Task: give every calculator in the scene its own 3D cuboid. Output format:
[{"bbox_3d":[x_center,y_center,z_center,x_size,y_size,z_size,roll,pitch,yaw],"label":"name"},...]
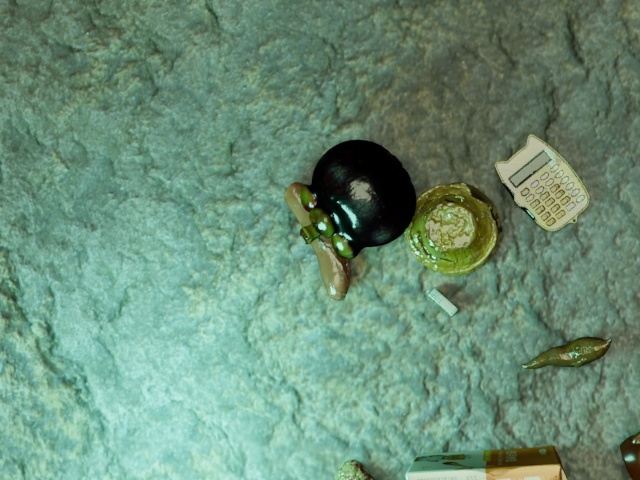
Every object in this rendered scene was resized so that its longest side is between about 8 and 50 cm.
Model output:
[{"bbox_3d":[0.546,-0.133,1.890,0.157,0.033,0.236,-38,79,5],"label":"calculator"}]

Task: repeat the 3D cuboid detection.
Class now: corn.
[{"bbox_3d":[0.131,0.644,1.868,0.086,0.086,0.253,-42,79,5],"label":"corn"}]

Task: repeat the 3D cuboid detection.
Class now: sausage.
[{"bbox_3d":[0.002,-0.002,1.975,0.087,0.079,0.327,-25,80,-2],"label":"sausage"}]

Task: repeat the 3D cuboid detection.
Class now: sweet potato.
[{"bbox_3d":[0.587,0.272,1.822,0.226,0.068,0.068,-23,79,28],"label":"sweet potato"}]

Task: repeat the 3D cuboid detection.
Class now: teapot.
[{"bbox_3d":[0.742,0.489,1.729,0.116,0.116,0.173,-27,103,9],"label":"teapot"}]

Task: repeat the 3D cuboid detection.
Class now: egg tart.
[{"bbox_3d":[0.324,-0.031,1.893,0.241,0.106,0.241,-1,86,10],"label":"egg tart"}]

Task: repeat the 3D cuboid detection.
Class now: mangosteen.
[{"bbox_3d":[0.076,-0.093,1.872,0.302,0.275,0.275,-36,77,5],"label":"mangosteen"}]

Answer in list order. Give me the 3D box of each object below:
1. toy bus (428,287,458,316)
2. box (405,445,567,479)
[{"bbox_3d":[0.303,0.152,1.908,0.083,0.037,0.031,43,94,14],"label":"toy bus"},{"bbox_3d":[0.380,0.562,1.748,0.341,0.225,0.144,-9,84,13],"label":"box"}]
